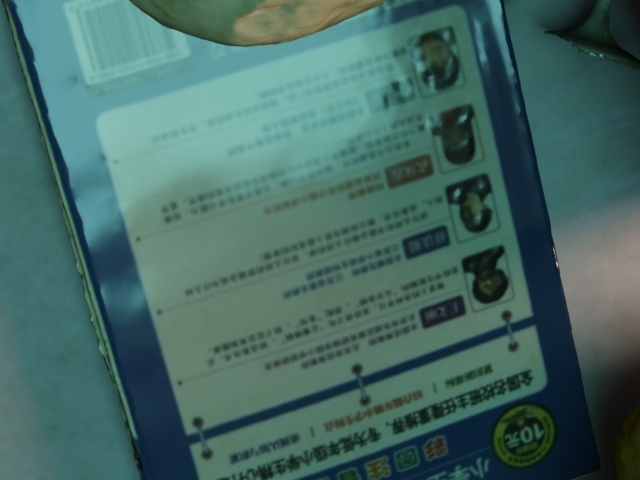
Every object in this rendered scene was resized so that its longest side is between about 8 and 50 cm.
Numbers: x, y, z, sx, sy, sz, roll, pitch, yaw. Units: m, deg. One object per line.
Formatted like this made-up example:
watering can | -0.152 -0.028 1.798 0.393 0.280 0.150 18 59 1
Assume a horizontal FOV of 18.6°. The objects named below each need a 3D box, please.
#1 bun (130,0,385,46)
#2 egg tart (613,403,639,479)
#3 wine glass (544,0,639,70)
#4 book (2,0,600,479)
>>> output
bun | -0.016 -0.263 0.979 0.361 0.213 0.361 -5 125 -7
egg tart | 0.294 0.130 1.255 0.319 0.319 0.128 -30 69 -6
wine glass | 0.205 -0.239 1.194 0.074 0.074 0.262 13 99 -19
book | 0.000 0.000 1.215 0.300 0.039 0.428 -17 109 -11
